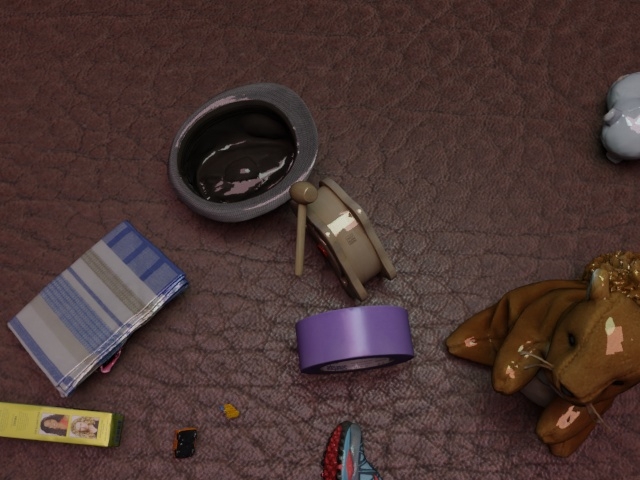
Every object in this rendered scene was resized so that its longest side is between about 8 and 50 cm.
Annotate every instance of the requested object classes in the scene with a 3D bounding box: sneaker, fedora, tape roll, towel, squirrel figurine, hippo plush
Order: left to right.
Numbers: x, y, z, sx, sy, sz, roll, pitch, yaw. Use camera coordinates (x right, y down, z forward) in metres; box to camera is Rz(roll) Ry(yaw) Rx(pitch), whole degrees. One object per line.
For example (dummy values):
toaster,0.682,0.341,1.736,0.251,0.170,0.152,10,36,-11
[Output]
towel,-0.385,0.110,1.378,0.285,0.034,0.209,-44,57,-13
sneaker,-0.350,0.177,1.369,0.047,0.057,0.119,36,78,-29
fedora,-0.131,-0.143,1.435,0.275,0.124,0.243,-30,74,0
tape roll,0.055,0.166,1.314,0.189,0.189,0.080,-6,74,-2
sneaker,0.073,0.426,1.301,0.125,0.104,0.261,0,77,-19
squirrel figurine,0.440,0.130,1.234,0.397,0.370,0.281,-36,77,-10
hippo plush,0.640,-0.199,1.451,0.237,0.234,0.294,-7,55,28

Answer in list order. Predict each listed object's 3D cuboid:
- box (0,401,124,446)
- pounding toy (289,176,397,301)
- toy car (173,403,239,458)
box,-0.452,0.303,1.322,0.232,0.087,0.058,5,76,0
pounding toy,0.000,0.000,1.352,0.155,0.154,0.269,-36,120,-10
toy car,-0.197,0.322,1.355,0.122,0.060,0.040,-19,30,-23
